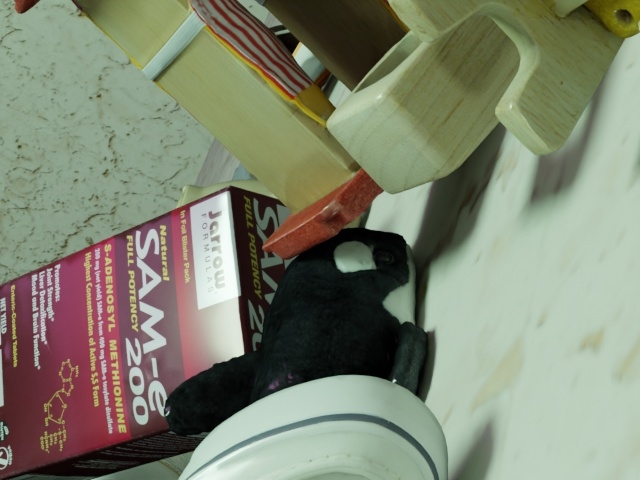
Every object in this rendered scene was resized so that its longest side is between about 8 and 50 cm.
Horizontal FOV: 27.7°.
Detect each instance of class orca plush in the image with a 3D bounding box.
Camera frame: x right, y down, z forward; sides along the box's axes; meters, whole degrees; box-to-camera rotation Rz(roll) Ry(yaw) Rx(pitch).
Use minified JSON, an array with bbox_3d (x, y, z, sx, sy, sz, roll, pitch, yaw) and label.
[{"bbox_3d":[-0.033,0.109,0.620,0.151,0.102,0.287,140,150,-72],"label":"orca plush"}]

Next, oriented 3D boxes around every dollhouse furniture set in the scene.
[{"bbox_3d":[0.018,-0.134,0.525,0.152,0.201,0.374,-48,9,-21],"label":"dollhouse furniture set"}]

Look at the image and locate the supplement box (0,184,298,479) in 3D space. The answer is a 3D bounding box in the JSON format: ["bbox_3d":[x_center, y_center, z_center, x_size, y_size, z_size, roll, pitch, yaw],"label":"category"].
[{"bbox_3d":[-0.112,0.068,0.799,0.239,0.073,0.130,-21,67,34],"label":"supplement box"}]

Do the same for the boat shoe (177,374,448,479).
[{"bbox_3d":[-0.058,0.157,0.493,0.267,0.096,0.088,-38,15,17],"label":"boat shoe"}]

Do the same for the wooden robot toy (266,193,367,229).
[{"bbox_3d":[0.000,0.000,0.869,0.079,0.076,0.173,-32,14,4],"label":"wooden robot toy"}]

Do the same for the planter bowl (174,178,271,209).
[{"bbox_3d":[-0.078,0.017,1.068,0.162,0.109,0.162,-160,90,-81],"label":"planter bowl"}]

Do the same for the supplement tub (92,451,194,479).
[{"bbox_3d":[-0.155,0.211,0.966,0.199,0.144,0.144,-125,57,-79],"label":"supplement tub"}]

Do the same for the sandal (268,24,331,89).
[{"bbox_3d":[-0.028,-0.186,1.253,0.102,0.076,0.265,-40,-9,-43],"label":"sandal"}]

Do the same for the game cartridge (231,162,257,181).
[{"bbox_3d":[-0.106,0.066,1.303,0.196,0.060,0.294,-94,27,-77],"label":"game cartridge"}]
